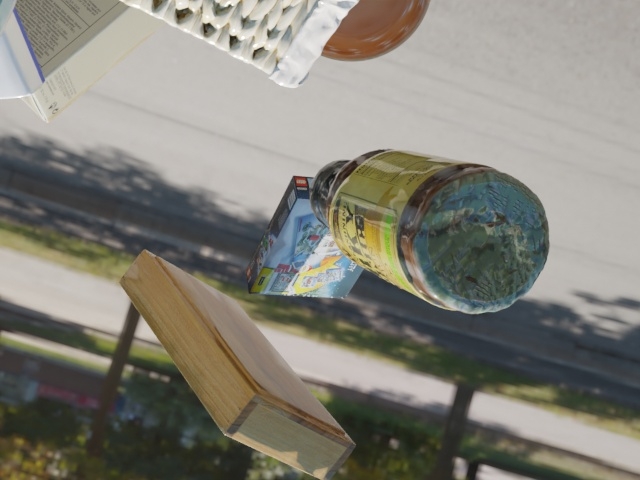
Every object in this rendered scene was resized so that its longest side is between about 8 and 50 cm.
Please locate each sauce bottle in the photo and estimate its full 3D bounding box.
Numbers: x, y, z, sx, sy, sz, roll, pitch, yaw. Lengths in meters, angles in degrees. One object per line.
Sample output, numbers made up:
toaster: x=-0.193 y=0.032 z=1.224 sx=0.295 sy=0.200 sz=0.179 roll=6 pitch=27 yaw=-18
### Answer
sauce bottle: x=0.070 y=-0.019 z=1.005 sx=0.111 sy=0.111 sz=0.344 roll=20 pitch=-179 yaw=-16

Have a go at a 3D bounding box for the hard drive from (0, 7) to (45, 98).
hard drive: x=-0.428 y=-0.288 z=1.228 sx=0.210 sy=0.040 sz=0.318 roll=-1 pitch=125 yaw=24

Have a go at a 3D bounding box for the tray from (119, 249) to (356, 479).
tray: x=-0.127 y=0.169 z=1.743 sx=0.203 sy=0.076 sz=0.411 roll=33 pitch=-172 yaw=-39

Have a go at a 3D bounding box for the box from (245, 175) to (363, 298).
box: x=0.000 y=0.000 z=1.772 sx=0.159 sy=0.044 sz=0.233 roll=4 pitch=142 yaw=-22

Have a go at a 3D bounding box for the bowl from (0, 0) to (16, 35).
bowl: x=-0.283 y=-0.173 z=0.688 sx=0.312 sy=0.311 sz=0.163 roll=7 pitch=167 yaw=41

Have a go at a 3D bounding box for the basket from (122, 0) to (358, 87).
basket: x=-0.052 y=-0.387 z=1.095 sx=0.266 sy=0.328 sz=0.331 roll=22 pitch=134 yaw=-18

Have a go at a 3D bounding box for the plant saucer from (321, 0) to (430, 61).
plant saucer: x=0.039 y=-0.324 z=1.512 sx=0.200 sy=0.200 sz=0.037 roll=17 pitch=-158 yaw=-4

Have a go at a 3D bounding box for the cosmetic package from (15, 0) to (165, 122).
cosmetic package: x=-0.314 y=-0.326 z=1.641 sx=0.160 sy=0.309 sz=0.113 roll=44 pitch=166 yaw=14
